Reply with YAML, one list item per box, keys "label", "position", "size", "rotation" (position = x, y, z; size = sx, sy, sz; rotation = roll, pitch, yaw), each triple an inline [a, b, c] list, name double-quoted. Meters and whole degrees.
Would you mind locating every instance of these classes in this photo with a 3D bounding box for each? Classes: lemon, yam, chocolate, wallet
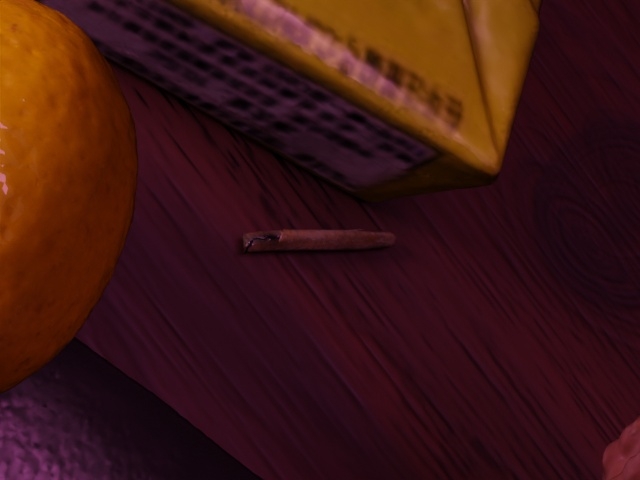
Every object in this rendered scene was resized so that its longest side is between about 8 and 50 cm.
- label: "lemon"
  position: [-0.171, -0.017, 0.583]
  size: [0.170, 0.170, 0.207]
  rotation: [28, 61, -20]
- label: "yam"
  position: [0.000, 0.000, 0.770]
  size: [0.107, 0.014, 0.014]
  rotation: [-2, 73, -32]
- label: "chocolate"
  position: [-0.012, -0.198, 0.765]
  size: [0.301, 0.137, 0.289]
  rotation: [28, 59, -19]
- label: "wallet"
  position: [-0.094, 0.141, 0.654]
  size: [0.244, 0.025, 0.124]
  rotation: [39, 56, -13]

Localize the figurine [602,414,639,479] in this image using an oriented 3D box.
- label: "figurine"
  position: [0.162, 0.208, 0.609]
  size: [0.185, 0.332, 0.204]
  rotation: [3, 50, -46]
